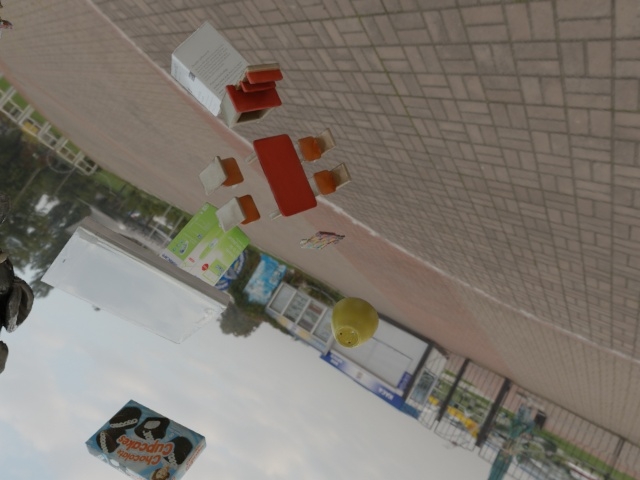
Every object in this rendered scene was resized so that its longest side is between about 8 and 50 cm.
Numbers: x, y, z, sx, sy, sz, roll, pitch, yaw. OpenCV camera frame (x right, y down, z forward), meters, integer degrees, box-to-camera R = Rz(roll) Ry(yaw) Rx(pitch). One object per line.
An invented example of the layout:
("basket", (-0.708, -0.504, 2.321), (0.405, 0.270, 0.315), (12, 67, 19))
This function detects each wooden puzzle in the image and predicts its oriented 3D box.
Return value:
("wooden puzzle", (0.000, 0.000, 0.699), (0.083, 0.006, 0.049), (6, 148, -46))

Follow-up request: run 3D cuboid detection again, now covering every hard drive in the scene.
("hard drive", (-0.369, 0.097, 0.845), (0.307, 0.040, 0.203), (36, 125, -26))

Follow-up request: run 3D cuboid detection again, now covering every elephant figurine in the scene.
("elephant figurine", (-0.495, 0.085, 0.599), (0.186, 0.239, 0.169), (-21, 136, 17))

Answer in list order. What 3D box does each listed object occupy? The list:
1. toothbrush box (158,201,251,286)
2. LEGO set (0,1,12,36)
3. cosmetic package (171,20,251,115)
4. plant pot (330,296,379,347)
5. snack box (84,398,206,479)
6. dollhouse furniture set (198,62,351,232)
("toothbrush box", (-0.429, 0.035, 1.560), (0.122, 0.283, 0.206), (30, 164, 33))
("LEGO set", (-0.691, -0.543, 0.759), (0.255, 0.192, 0.331), (-39, 77, 42))
("cosmetic package", (-0.324, -0.506, 1.247), (0.184, 0.151, 0.151), (42, 165, -15))
("plant pot", (0.084, 0.234, 1.127), (0.134, 0.134, 0.095), (31, -155, 4))
("snack box", (-0.547, 0.644, 1.315), (0.322, 0.187, 0.060), (14, 122, 21))
("dollhouse furniture set", (-0.086, -0.171, 0.773), (0.135, 0.262, 0.259), (-23, 91, 55))
